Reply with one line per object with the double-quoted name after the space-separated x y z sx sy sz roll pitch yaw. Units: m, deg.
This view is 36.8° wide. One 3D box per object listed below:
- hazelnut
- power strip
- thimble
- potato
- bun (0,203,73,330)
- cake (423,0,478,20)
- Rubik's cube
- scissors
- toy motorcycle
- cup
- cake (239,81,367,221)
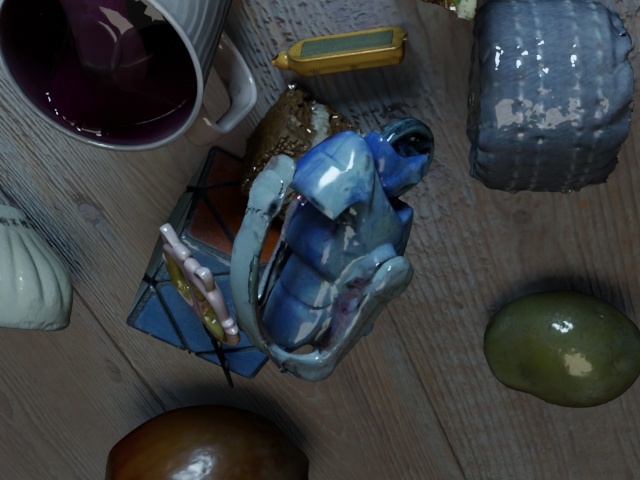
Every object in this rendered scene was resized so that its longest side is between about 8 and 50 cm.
-0.201 0.464 1.696 0.365 0.366 0.366 5 132 5 "hazelnut"
0.023 -0.233 1.197 0.178 0.049 0.028 -5 135 14 "power strip"
0.259 -0.162 1.115 0.172 0.205 0.236 3 131 6 "thimble"
0.356 0.160 1.426 0.235 0.160 0.178 -3 94 30 "potato"
-0.490 0.032 1.439 0.263 0.263 0.175 10 90 1 "bun"
0.117 -0.323 0.983 0.112 0.246 0.135 17 113 -4 "cake"
-0.124 0.035 1.357 0.205 0.207 0.205 26 129 -15 "Rubik's cube"
-0.140 0.104 1.224 0.024 0.160 0.318 -34 147 -18 "scissors"
0.018 0.011 1.110 0.182 0.241 0.319 24 113 14 "toy motorcycle"
-0.182 -0.245 1.071 0.288 0.273 0.208 23 131 -12 "cup"
-0.016 -0.103 1.262 0.147 0.135 0.134 28 128 -17 "cake"
